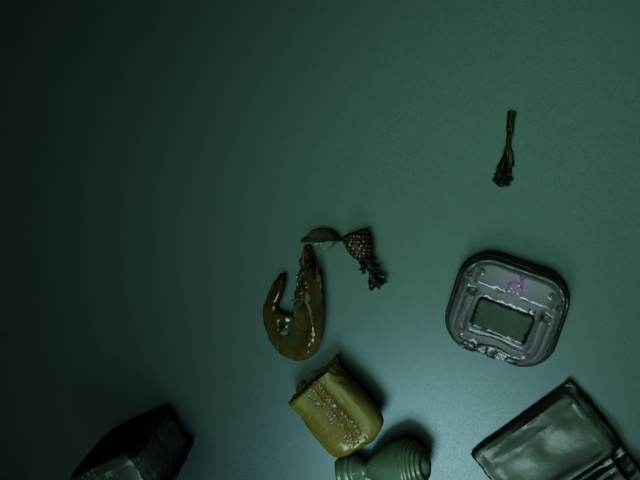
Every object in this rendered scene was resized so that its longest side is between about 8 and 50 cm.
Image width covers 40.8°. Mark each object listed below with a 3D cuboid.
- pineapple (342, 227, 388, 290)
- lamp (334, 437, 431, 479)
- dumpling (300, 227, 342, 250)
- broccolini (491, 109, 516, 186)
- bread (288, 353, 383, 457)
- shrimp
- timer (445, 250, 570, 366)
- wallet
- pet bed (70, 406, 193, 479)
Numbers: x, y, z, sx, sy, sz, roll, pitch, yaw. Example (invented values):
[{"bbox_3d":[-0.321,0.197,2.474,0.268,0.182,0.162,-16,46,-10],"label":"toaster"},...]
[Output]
[{"bbox_3d":[0.085,0.040,1.633,0.058,0.058,0.124,-22,92,16],"label":"pineapple"},{"bbox_3d":[0.121,0.437,1.655,0.193,0.106,0.106,-11,94,24],"label":"lamp"},{"bbox_3d":[0.001,-0.001,1.646,0.077,0.059,0.043,23,111,9],"label":"dumpling"},{"bbox_3d":[0.335,-0.166,1.562,0.035,0.030,0.139,8,95,49],"label":"broccolini"},{"bbox_3d":[0.033,0.326,1.665,0.134,0.085,0.173,-40,85,12],"label":"bread"},{"bbox_3d":[-0.051,0.121,1.689,0.133,0.053,0.235,11,104,33],"label":"shrimp"},{"bbox_3d":[0.340,0.126,1.573,0.209,0.069,0.190,18,104,10],"label":"timer"},{"bbox_3d":[0.472,0.453,1.593,0.247,0.041,0.323,-41,83,15],"label":"wallet"},{"bbox_3d":[-0.361,0.460,1.720,0.183,0.211,0.159,-28,99,15],"label":"pet bed"}]
